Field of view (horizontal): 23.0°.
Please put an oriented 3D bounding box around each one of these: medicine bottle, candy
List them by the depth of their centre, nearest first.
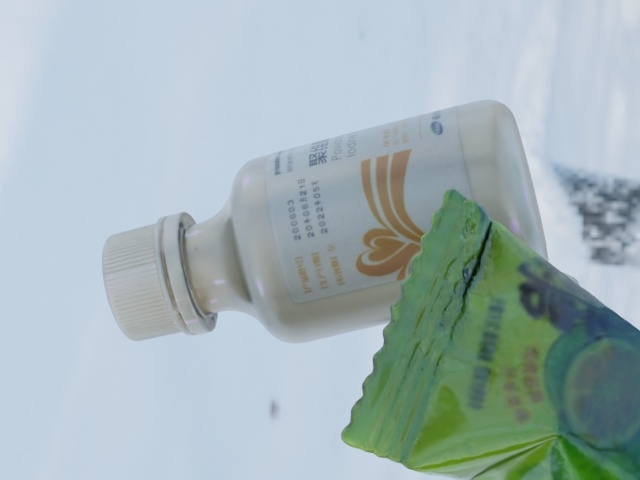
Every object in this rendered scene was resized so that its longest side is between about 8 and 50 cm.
[{"bbox_3d":[0.129,0.084,0.758,0.246,0.069,0.149,32,56,-23],"label":"candy"},{"bbox_3d":[0.000,0.000,0.916,0.114,0.252,0.114,-14,90,-80],"label":"medicine bottle"}]

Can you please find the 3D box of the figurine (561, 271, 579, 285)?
[{"bbox_3d":[0.111,0.078,0.991,0.146,0.098,0.081,-57,135,-29],"label":"figurine"}]
